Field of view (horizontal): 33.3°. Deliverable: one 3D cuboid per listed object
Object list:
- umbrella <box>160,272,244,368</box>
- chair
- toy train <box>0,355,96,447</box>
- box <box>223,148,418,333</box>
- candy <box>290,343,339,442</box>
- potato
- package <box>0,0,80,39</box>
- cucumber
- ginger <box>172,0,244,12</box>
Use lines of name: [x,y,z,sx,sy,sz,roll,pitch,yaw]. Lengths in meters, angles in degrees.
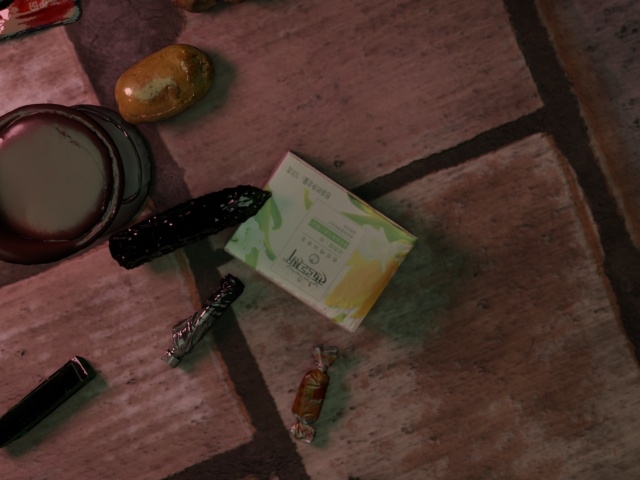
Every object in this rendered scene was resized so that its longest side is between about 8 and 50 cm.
umbrella: [-0.201,0.133,1.796,0.050,0.046,0.188,41,96,11]
chair: [-0.383,-0.091,1.578,0.227,0.401,0.226,0,97,-2]
toy train: [-0.471,0.276,1.796,0.209,0.042,0.044,-39,74,3]
box: [0.000,0.000,1.758,0.260,0.111,0.194,33,94,-8]
candy: [-0.013,0.256,1.820,0.053,0.046,0.182,16,101,-8]
potato: [-0.251,-0.252,1.725,0.170,0.080,0.107,-24,87,-5]
package: [-0.508,-0.460,1.700,0.194,0.071,0.269,-14,110,1]
cucumber: [-0.210,-0.030,1.707,0.300,0.072,0.072,-22,98,24]
ginger: [-0.144,-0.423,1.714,0.204,0.080,0.104,-26,65,-1]
